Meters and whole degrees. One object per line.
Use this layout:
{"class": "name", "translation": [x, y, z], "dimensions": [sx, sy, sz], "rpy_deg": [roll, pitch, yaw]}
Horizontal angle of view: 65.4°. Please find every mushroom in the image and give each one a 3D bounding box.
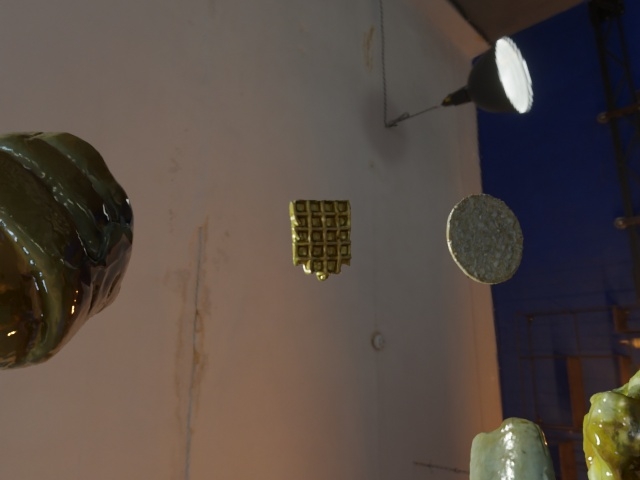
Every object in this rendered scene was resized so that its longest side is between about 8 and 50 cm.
{"class": "mushroom", "translation": [0.180, 0.316, 0.461], "dimensions": [0.081, 0.100, 0.312], "rpy_deg": [36, -141, -9]}

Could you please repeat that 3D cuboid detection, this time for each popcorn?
{"class": "popcorn", "translation": [0.461, 0.287, 0.628], "dimensions": [0.276, 0.276, 0.226], "rpy_deg": [43, -115, -32]}

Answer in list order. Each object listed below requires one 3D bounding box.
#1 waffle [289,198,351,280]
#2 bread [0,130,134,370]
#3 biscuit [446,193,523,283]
{"class": "waffle", "translation": [0.000, 0.000, 1.300], "dimensions": [0.160, 0.055, 0.211], "rpy_deg": [0, -93, -14]}
{"class": "bread", "translation": [-0.376, 0.005, 0.646], "dimensions": [0.341, 0.210, 0.301], "rpy_deg": [-89, -8, -80]}
{"class": "biscuit", "translation": [0.266, -0.004, 0.804], "dimensions": [0.152, 0.020, 0.152], "rpy_deg": [4, -102, -18]}
